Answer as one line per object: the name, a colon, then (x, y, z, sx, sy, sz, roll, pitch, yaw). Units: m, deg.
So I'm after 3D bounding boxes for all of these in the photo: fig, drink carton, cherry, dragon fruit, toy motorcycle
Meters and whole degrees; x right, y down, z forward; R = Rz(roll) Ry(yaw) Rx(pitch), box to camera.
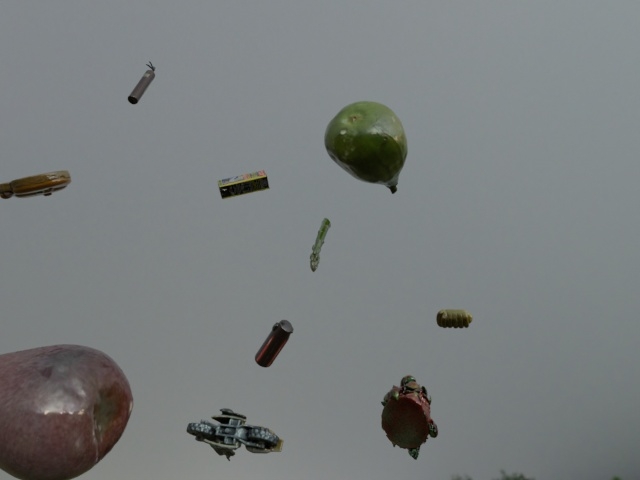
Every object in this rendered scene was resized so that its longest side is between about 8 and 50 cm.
fig: (0.143, -0.275, 1.646, 0.233, 0.233, 0.314, -22, -15, 13)
drink carton: (-0.262, -0.188, 1.914, 0.165, 0.071, 0.056, -14, -66, -9)
cherry: (-0.441, 0.277, 0.911, 0.239, 0.239, 0.206, -13, -73, -2)
dragon fruit: (0.209, 0.387, 1.289, 0.138, 0.175, 0.142, 13, -54, 17)
toy motorcycle: (-0.188, 0.448, 1.286, 0.229, 0.094, 0.130, -2, -38, 23)

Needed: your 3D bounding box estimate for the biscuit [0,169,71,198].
biscuit: (-0.692, -0.127, 1.369, 0.170, 0.050, 0.170, -14, 6, 2)

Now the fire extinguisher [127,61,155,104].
fire extinguisher: (-0.501, -0.437, 1.587, 0.035, 0.173, 0.049, 17, -42, -5)

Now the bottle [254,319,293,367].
bottle: (-0.131, 0.290, 1.596, 0.060, 0.060, 0.164, 9, -51, -32)

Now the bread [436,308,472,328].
bread: (0.329, 0.194, 1.386, 0.087, 0.049, 0.033, 1, 16, 18)

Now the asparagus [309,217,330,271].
asparagus: (-0.001, 0.000, 1.456, 0.027, 0.236, 0.034, -4, -58, 14)
